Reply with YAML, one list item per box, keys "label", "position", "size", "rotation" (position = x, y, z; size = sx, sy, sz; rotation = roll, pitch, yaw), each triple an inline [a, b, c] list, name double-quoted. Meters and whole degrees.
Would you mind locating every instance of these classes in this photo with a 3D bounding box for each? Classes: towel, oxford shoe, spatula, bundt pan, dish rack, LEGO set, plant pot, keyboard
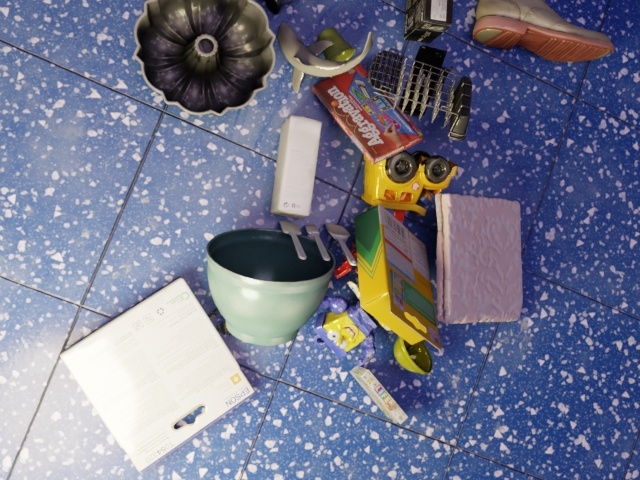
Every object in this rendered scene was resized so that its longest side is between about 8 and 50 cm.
- label: "towel"
  position: [0.397, 0.047, 1.964]
  size: [0.331, 0.053, 0.317]
  rotation: [4, 84, -44]
- label: "oxford shoe"
  position: [0.599, -0.574, 2.079]
  size: [0.396, 0.140, 0.147]
  rotation: [10, 78, -15]
- label: "spatula"
  position: [0.000, 0.000, 1.853]
  size: [0.168, 0.242, 0.019]
  rotation: [9, 109, -15]
- label: "bundt pan"
  position: [-0.274, -0.445, 1.859]
  size: [0.330, 0.124, 0.331]
  rotation: [1, 87, -13]
- label: "dish rack"
  position: [0.244, -0.366, 1.923]
  size: [0.271, 0.074, 0.208]
  rotation: [18, 42, -3]
- label: "LEGO set"
  position: [-0.233, 0.202, 1.889]
  size: [0.054, 0.023, 0.083]
  rotation: [-25, 75, -38]
- label: "plant pot"
  position: [0.032, -0.487, 1.966]
  size: [0.083, 0.083, 0.079]
  rotation: [-29, 83, -14]
- label: "plant pot"
  position: [-0.123, 0.117, 1.808]
  size: [0.293, 0.293, 0.196]
  rotation: [3, 112, -14]
- label: "keyboard"
  position: [0.277, -0.408, 2.048]
  size: [0.100, 0.038, 0.192]
  rotation: [19, 83, 11]

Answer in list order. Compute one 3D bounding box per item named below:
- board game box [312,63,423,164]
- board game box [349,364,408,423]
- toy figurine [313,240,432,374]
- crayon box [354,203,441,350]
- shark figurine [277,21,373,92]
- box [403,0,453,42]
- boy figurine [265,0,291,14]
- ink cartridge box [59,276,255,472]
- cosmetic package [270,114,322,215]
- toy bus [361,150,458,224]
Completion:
- label: "board game box"
  position: [0.111, -0.313, 1.919]
  size: [0.145, 0.027, 0.281]
  rotation: [-28, 60, -14]
- label: "board game box"
  position: [0.142, 0.377, 1.930]
  size: [0.026, 0.103, 0.154]
  rotation: [-41, 97, -13]
- label: "toy figurine"
  position: [0.090, 0.210, 1.933]
  size: [0.217, 0.191, 0.362]
  rotation: [-32, 113, 21]
- label: "crayon box"
  position: [0.176, 0.097, 1.836]
  size: [0.203, 0.083, 0.323]
  rotation: [39, 34, -36]
- label: "shark figurine"
  position: [-0.004, -0.435, 1.881]
  size: [0.278, 0.116, 0.166]
  rotation: [13, 96, 27]
- label: "box"
  position: [0.275, -0.612, 1.992]
  size: [0.077, 0.147, 0.180]
  rotation: [5, 85, -14]
- label: "boy figurine"
  position: [-0.035, -0.684, 1.949]
  size: [0.285, 0.092, 0.177]
  rotation: [-43, 95, -9]
- label: "ink cartridge box"
  position: [-0.373, 0.307, 1.825]
  size: [0.324, 0.071, 0.330]
  rotation: [-33, 98, -14]
- label: "cosmetic package"
  position: [-0.060, -0.175, 1.903]
  size: [0.085, 0.117, 0.231]
  rotation: [10, 86, -14]
- label: "toy bus"
  position: [0.213, -0.122, 1.962]
  size: [0.220, 0.149, 0.212]
  rotation: [5, 99, -16]
